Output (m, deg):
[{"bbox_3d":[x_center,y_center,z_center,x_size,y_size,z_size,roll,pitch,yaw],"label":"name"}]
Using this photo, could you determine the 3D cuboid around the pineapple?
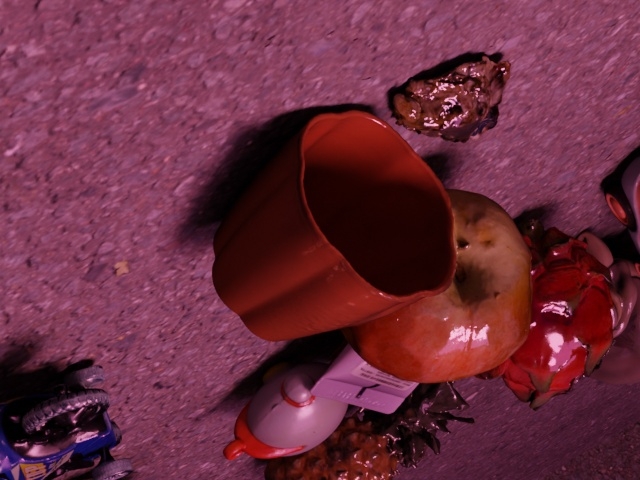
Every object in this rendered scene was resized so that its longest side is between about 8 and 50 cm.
[{"bbox_3d":[0.086,0.285,2.216,0.340,0.169,0.169,-38,161,-7],"label":"pineapple"}]

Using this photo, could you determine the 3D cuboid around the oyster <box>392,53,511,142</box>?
[{"bbox_3d":[0.122,-0.124,1.443,0.148,0.051,0.103,-7,142,-31],"label":"oyster"}]

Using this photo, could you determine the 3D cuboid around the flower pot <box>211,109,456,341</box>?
[{"bbox_3d":[0.000,0.000,1.393,0.190,0.191,0.173,-11,164,-46],"label":"flower pot"}]

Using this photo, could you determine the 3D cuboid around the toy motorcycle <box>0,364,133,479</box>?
[{"bbox_3d":[-0.280,0.198,1.519,0.168,0.113,0.315,-18,166,-9],"label":"toy motorcycle"}]

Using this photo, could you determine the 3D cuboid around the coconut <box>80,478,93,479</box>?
[{"bbox_3d":[-0.254,0.394,1.883,0.202,0.202,0.222,-33,159,1],"label":"coconut"}]

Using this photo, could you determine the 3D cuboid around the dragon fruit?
[{"bbox_3d":[0.270,0.104,1.943,0.192,0.193,0.274,-12,112,-21],"label":"dragon fruit"}]

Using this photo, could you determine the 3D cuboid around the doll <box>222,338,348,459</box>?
[{"bbox_3d":[0.015,0.174,1.926,0.336,0.105,0.200,-34,163,-20],"label":"doll"}]

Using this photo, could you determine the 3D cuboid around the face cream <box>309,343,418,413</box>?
[{"bbox_3d":[0.117,0.097,1.821,0.154,0.096,0.274,18,117,-47],"label":"face cream"}]

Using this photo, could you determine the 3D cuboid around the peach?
[{"bbox_3d":[0.116,0.049,1.618,0.214,0.214,0.235,-28,179,-13],"label":"peach"}]

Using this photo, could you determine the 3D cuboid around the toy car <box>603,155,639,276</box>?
[{"bbox_3d":[0.507,-0.011,1.971,0.180,0.212,0.270,-33,125,-6],"label":"toy car"}]

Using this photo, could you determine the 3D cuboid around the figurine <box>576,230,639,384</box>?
[{"bbox_3d":[0.419,0.098,2.192,0.248,0.203,0.380,-37,159,24],"label":"figurine"}]
